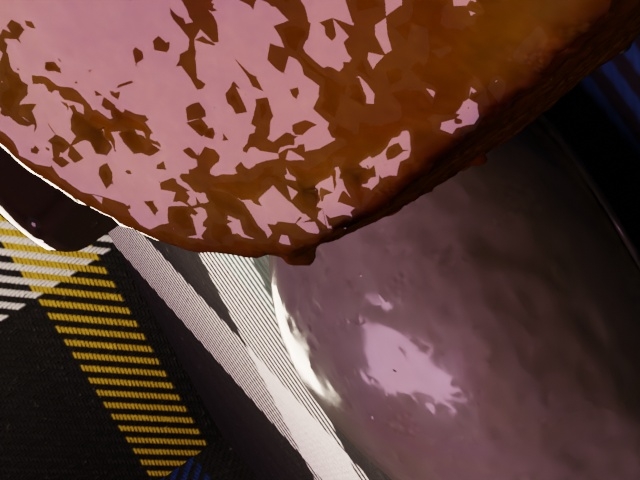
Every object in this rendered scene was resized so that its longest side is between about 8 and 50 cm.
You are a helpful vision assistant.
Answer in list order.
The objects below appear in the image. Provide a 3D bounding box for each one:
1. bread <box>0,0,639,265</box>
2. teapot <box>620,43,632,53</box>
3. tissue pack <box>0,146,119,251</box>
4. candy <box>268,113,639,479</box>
[{"bbox_3d":[-0.012,-0.144,0.472,0.312,0.312,0.172,60,-151,-17],"label":"bread"},{"bbox_3d":[0.086,-0.117,0.686,0.092,0.124,0.091,-38,-66,-63],"label":"teapot"},{"bbox_3d":[-0.235,-0.195,1.200,0.277,0.267,0.387,52,168,22],"label":"tissue pack"},{"bbox_3d":[0.077,0.047,0.815,0.295,0.185,0.295,60,172,14],"label":"candy"}]
